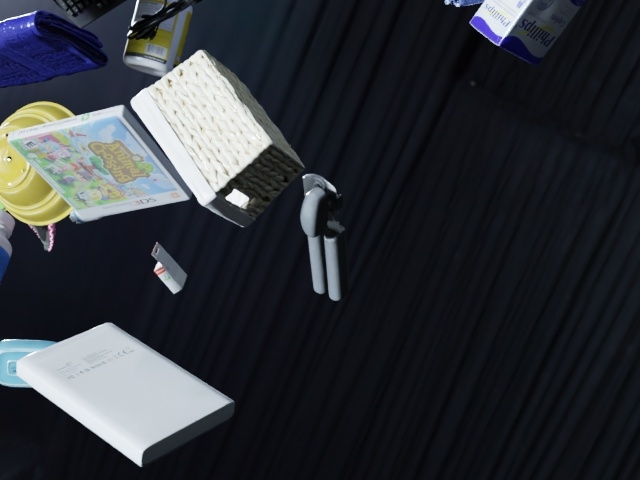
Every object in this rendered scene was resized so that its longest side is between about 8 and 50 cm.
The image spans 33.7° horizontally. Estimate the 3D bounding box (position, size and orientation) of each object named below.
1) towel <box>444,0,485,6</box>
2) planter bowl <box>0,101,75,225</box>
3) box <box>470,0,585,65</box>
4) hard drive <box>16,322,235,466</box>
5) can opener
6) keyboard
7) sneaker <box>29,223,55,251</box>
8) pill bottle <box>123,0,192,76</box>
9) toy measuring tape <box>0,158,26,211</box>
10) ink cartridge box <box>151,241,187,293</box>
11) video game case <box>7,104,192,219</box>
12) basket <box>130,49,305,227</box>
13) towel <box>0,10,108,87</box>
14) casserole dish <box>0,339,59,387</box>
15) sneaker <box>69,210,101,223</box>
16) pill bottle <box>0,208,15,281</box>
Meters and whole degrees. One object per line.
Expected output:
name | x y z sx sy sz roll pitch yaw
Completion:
towel | 0.281 -0.540 1.611 0.243 0.336 0.040 -22 -147 -37
planter bowl | -0.506 -0.136 1.807 0.217 0.217 0.090 29 -170 22
box | 0.315 -0.348 1.585 0.126 0.137 0.072 11 -149 -50
hard drive | -0.321 0.243 1.735 0.308 0.040 0.203 27 -148 31
can opener | 0.000 0.000 1.889 0.074 0.280 0.093 25 -127 31
keyboard | -0.278 -0.415 1.660 0.201 0.317 0.033 44 -141 -33
sneaker | -0.562 -0.032 2.116 0.057 0.119 0.047 -3 -152 -10
pill bottle | -0.297 -0.404 1.965 0.103 0.184 0.103 14 178 1
toy measuring tape | -0.751 -0.114 2.418 0.121 0.121 0.330 14 165 -39
ink cartridge box | -0.369 0.065 2.521 0.115 0.029 0.063 51 -157 -21
video game case | -0.324 -0.110 1.572 0.193 0.023 0.212 -10 144 19
basket | -0.111 -0.115 1.173 0.167 0.103 0.113 53 -171 24
towel | -0.631 -0.405 2.217 0.308 0.076 0.228 -6 164 28
casserole dish | -0.667 0.287 2.419 0.188 0.114 0.037 3 -165 -1
sneaker | -0.504 -0.123 2.211 0.083 0.190 0.071 0 -147 35
pill bottle | -0.681 0.045 2.071 0.124 0.221 0.124 9 151 5
